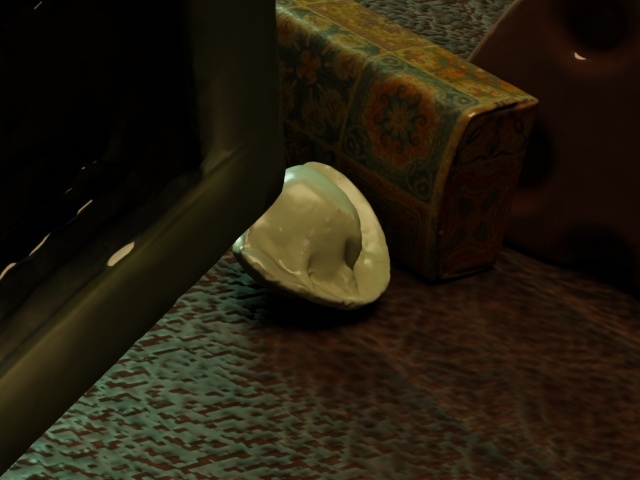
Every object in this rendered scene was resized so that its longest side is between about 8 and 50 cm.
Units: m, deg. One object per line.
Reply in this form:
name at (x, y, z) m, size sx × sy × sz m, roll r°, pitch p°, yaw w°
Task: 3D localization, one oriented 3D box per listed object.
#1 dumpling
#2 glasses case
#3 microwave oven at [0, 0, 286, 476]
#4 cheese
dumpling at (-0.001, 0.001, 0.664) m, size 0.059 × 0.043 × 0.077 m, roll 31°, pitch 10°, yaw -1°
glasses case at (-0.013, -0.066, 0.752) m, size 0.049 × 0.075 × 0.218 m, roll -15°, pitch 38°, yaw -43°
microwave oven at (-0.210, -0.030, 0.282) m, size 0.286 × 0.218 × 0.355 m, roll 27°, pitch 52°, yaw 24°
cheese at (0.136, -0.049, 0.763) m, size 0.177 × 0.203 × 0.128 m, roll -8°, pitch 16°, yaw 33°
